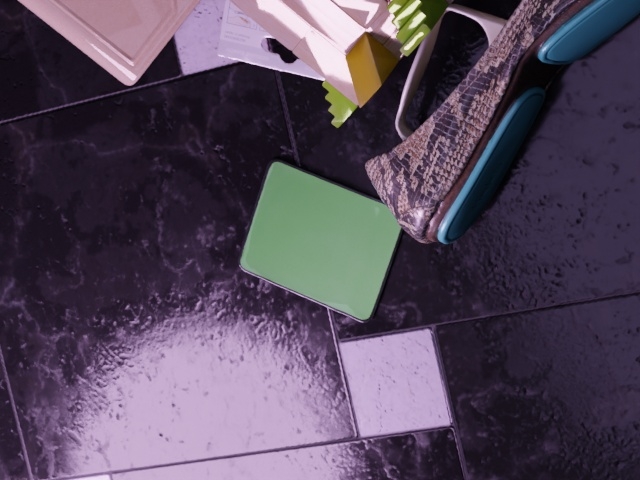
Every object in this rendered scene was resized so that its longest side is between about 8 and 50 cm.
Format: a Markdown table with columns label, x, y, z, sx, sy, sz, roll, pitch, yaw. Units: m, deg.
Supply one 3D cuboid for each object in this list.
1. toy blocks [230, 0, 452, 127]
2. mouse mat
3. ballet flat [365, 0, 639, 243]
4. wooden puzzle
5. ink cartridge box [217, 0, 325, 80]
| label | x | y | z | sx | sy | sz | roll | pitch | yaw |
| --- | --- | --- | --- | --- | --- | --- | --- | --- | --- |
| toy blocks | 0.027 | -0.323 | 1.411 | 0.261 | 0.191 | 0.381 | 39 | 140 | -6 |
| mouse mat | 0.000 | 0.000 | 1.658 | 0.189 | 0.007 | 0.153 | 23 | 106 | 14 |
| ballet flat | 0.208 | -0.213 | 1.474 | 0.182 | 0.164 | 0.483 | 46 | 114 | 17 |
| wooden puzzle | -0.250 | -0.340 | 1.654 | 0.221 | 0.044 | 0.239 | 38 | 114 | -10 |
| ink cartridge box | -0.014 | -0.315 | 1.593 | 0.189 | 0.066 | 0.232 | 15 | 111 | 17 |
